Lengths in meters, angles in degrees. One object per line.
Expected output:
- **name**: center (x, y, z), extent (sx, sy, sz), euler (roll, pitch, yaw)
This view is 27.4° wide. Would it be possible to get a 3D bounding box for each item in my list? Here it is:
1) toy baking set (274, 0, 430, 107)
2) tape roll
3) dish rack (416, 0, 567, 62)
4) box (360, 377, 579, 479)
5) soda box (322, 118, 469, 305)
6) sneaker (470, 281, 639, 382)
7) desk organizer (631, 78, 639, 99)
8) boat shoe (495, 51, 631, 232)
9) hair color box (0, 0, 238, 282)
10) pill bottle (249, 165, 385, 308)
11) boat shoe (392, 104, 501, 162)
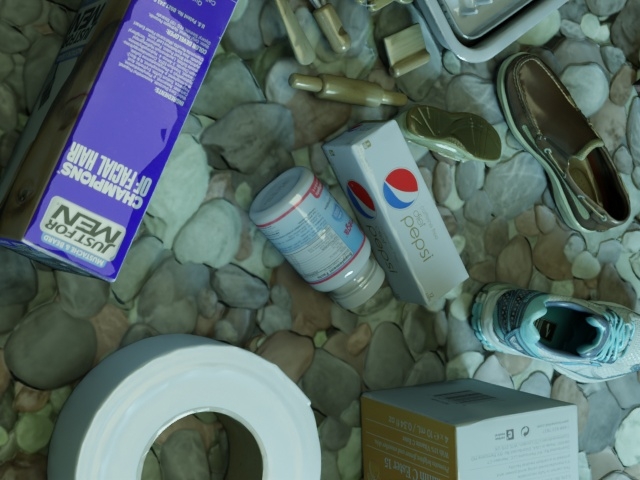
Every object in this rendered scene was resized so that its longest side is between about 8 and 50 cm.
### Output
- **toy baking set**: center (0.019, -0.254, 1.514), extent (0.256, 0.030, 0.196), euler (1, 87, -34)
- **tape roll**: center (-0.143, 0.244, 1.416), extent (0.286, 0.100, 0.286), euler (-1, 93, -27)
- **dish rack**: center (0.209, -0.400, 1.573), extent (0.333, 0.072, 0.285), euler (-38, 113, -22)
- **box**: center (0.173, 0.352, 1.524), extent (0.168, 0.215, 0.345), euler (-5, 95, -27)
- **soda box**: center (0.088, -0.033, 1.535), extent (0.069, 0.074, 0.216), euler (-34, 108, -22)
- **sneaker**: center (0.331, 0.125, 1.645), extent (0.283, 0.122, 0.110), euler (11, 88, -28)
- **desk organizer**: center (0.482, -0.218, 1.749), extent (0.130, 0.047, 0.050), euler (-36, 111, -21)
- **boat shoe**: center (0.314, -0.125, 1.637), extent (0.095, 0.095, 0.257), euler (-41, 110, -20)
- **hair color box**: center (-0.210, -0.136, 1.310), extent (0.110, 0.185, 0.338), euler (25, 81, -26)
- **pill bottle**: center (0.000, 0.000, 1.484), extent (0.087, 0.087, 0.160), euler (-48, 113, -17)
- **boat shoe**: center (0.153, -0.126, 1.587), extent (0.153, 0.048, 0.056), euler (9, 76, -35)
